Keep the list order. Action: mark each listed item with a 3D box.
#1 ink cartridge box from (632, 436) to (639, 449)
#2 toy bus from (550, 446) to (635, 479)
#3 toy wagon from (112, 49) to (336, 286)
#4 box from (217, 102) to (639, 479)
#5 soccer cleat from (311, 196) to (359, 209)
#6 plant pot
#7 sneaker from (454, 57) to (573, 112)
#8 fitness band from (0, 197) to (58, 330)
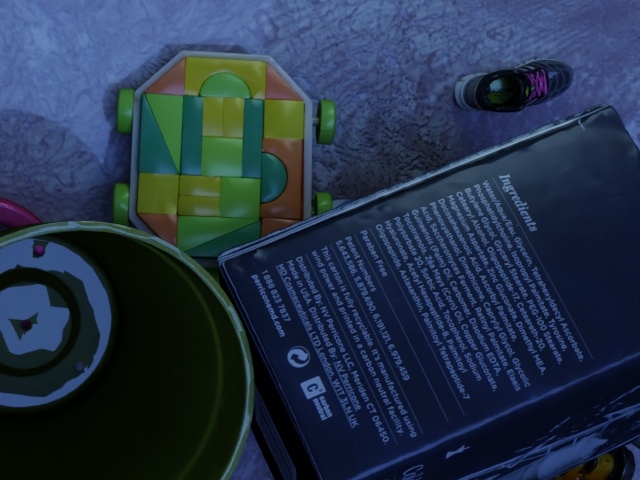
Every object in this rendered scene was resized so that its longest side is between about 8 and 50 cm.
[{"bbox_3d":[0.555,0.249,1.997,0.209,0.109,0.062,-18,109,-14],"label":"ink cartridge box"},{"bbox_3d":[0.357,0.397,1.945,0.149,0.220,0.211,12,132,-25],"label":"toy bus"},{"bbox_3d":[-0.117,-0.056,1.642,0.267,0.068,0.344,2,81,-6],"label":"toy wagon"},{"bbox_3d":[0.157,0.139,1.596,0.471,0.480,0.297,-23,68,-10],"label":"box"},{"bbox_3d":[0.000,0.000,1.725,0.331,0.143,0.116,-6,105,-17],"label":"soccer cleat"},{"bbox_3d":[-0.300,0.132,1.486,0.366,0.353,0.367,-4,101,-20],"label":"plant pot"},{"bbox_3d":[0.268,-0.203,1.803,0.170,0.075,0.063,-10,106,-17],"label":"sneaker"},{"bbox_3d":[-0.458,0.053,1.630,0.290,0.054,0.209,-9,106,-18],"label":"fitness band"}]
